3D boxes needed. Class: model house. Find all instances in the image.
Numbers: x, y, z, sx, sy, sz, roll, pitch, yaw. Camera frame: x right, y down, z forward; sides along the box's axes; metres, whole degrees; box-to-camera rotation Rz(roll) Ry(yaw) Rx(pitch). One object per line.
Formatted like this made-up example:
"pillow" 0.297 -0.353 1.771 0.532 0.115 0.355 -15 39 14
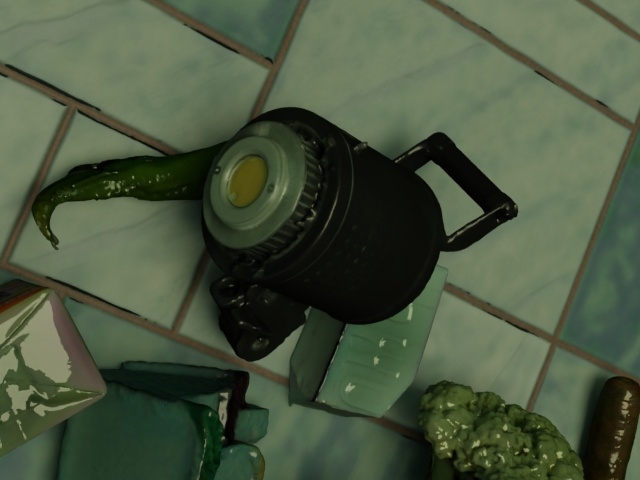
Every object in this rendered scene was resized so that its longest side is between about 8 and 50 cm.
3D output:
"model house" -0.148 0.296 1.363 0.249 0.230 0.280 10 92 -51

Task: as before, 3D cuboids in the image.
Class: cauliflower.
"cauliflower" 0.216 0.341 1.504 0.327 0.260 0.281 43 69 -1

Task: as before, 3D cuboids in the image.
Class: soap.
"soap" -0.350 0.139 1.237 0.182 0.199 0.138 -29 103 -22
"soap" 0.059 0.123 1.502 0.145 0.091 0.230 20 84 -26

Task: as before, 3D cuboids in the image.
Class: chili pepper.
"chili pepper" -0.175 -0.068 1.377 0.359 0.076 0.085 -16 99 -31

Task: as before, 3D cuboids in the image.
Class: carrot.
"carrot" 0.412 0.366 1.716 0.070 0.070 0.342 5 97 -27

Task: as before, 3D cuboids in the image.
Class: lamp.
"lamp" 0.006 -0.034 1.342 0.374 0.205 0.272 -37 141 -1
